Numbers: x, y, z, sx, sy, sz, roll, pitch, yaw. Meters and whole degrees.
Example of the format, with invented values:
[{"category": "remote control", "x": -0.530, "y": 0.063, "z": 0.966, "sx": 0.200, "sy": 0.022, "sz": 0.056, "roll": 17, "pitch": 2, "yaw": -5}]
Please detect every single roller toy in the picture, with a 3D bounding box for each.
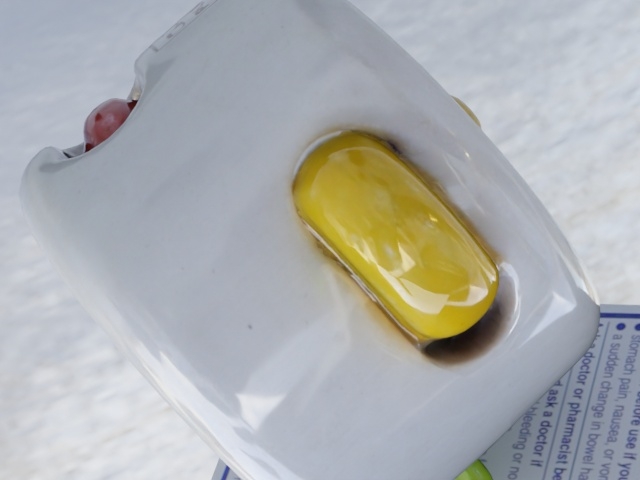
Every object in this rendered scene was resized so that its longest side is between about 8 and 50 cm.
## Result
[{"category": "roller toy", "x": 0.000, "y": 0.000, "z": 0.560, "sx": 0.146, "sy": 0.191, "sz": 0.209, "roll": -43, "pitch": 148, "yaw": -2}]

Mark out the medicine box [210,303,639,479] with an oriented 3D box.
[{"category": "medicine box", "x": 0.091, "y": 0.171, "z": 0.638, "sx": 0.289, "sy": 0.263, "sz": 0.149, "roll": 1, "pitch": 142, "yaw": 28}]
